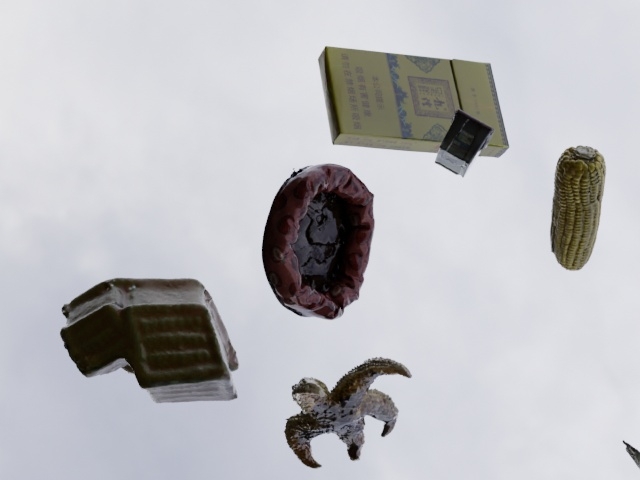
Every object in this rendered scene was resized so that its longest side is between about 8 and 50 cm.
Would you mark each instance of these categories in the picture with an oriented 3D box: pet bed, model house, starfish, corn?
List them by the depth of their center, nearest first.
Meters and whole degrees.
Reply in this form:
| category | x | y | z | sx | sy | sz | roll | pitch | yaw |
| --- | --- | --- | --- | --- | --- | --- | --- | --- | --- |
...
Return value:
| category | x | y | z | sx | sy | sz | roll | pitch | yaw |
| --- | --- | --- | --- | --- | --- | --- | --- | --- | --- |
| pet bed | 0.000 | 0.000 | 1.365 | 0.053 | 0.201 | 0.201 | 7 | -92 | 37 |
| starfish | 0.031 | 0.211 | 1.411 | 0.216 | 0.238 | 0.071 | -38 | -121 | 14 |
| corn | 0.362 | -0.045 | 1.575 | 0.072 | 0.072 | 0.203 | 44 | -31 | 42 |
| model house | -0.242 | 0.167 | 1.623 | 0.239 | 0.268 | 0.173 | -117 | -154 | -67 |

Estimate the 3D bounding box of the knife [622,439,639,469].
| category | x | y | z | sx | sy | sz | roll | pitch | yaw |
| --- | --- | --- | --- | --- | --- | --- | --- | --- | --- |
| knife | 0.444 | 0.325 | 1.217 | 0.298 | 0.017 | 0.047 | 46 | -20 | 29 |

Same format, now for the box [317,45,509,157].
| category | x | y | z | sx | sy | sz | roll | pitch | yaw |
| --- | --- | --- | --- | --- | --- | --- | --- | --- | --- |
| box | 0.138 | -0.203 | 1.641 | 0.041 | 0.279 | 0.153 | 127 | -40 | -55 |

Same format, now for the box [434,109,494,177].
| category | x | y | z | sx | sy | sz | roll | pitch | yaw |
| --- | --- | --- | --- | --- | --- | --- | --- | --- | --- |
| box | 0.195 | -0.130 | 1.533 | 0.060 | 0.085 | 0.063 | 28 | -100 | 5 |
